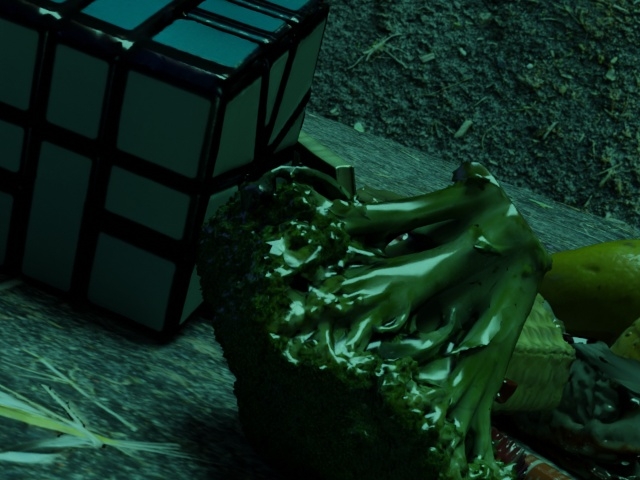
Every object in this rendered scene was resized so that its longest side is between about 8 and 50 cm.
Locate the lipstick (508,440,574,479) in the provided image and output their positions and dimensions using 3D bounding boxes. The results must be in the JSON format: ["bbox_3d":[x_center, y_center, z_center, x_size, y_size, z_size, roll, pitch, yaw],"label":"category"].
[{"bbox_3d":[0.175,0.207,1.489,0.131,0.038,0.038,29,13,38],"label":"lipstick"}]

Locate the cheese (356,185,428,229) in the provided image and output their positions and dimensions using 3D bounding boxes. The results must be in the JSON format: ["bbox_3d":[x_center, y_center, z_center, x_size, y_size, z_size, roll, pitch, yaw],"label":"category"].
[{"bbox_3d":[0.107,-0.016,2.342,0.175,0.091,0.202,23,9,12],"label":"cheese"}]

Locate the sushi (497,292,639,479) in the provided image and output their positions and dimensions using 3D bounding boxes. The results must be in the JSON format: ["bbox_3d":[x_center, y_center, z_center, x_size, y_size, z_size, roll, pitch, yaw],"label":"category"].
[{"bbox_3d":[0.239,0.140,1.701,0.124,0.130,0.332,11,15,-44],"label":"sushi"}]

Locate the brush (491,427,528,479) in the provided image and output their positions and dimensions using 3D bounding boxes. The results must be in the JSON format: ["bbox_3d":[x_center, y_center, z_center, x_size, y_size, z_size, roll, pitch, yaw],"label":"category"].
[{"bbox_3d":[0.053,0.144,1.477,0.321,0.060,0.050,27,54,32],"label":"brush"}]

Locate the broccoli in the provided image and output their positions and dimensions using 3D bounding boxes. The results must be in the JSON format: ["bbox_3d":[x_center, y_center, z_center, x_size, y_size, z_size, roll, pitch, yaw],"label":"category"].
[{"bbox_3d":[0.055,0.073,1.305,0.321,0.283,0.304,54,2,9],"label":"broccoli"}]

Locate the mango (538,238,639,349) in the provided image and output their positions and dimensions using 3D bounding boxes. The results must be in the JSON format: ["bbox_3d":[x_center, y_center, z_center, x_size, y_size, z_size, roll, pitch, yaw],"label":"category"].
[{"bbox_3d":[0.400,0.103,1.943,0.365,0.253,0.182,14,49,3],"label":"mango"}]

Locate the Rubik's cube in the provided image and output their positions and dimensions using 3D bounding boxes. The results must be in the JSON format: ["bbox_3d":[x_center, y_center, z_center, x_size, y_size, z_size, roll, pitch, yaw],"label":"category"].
[{"bbox_3d":[-0.185,-0.121,1.586,0.283,0.293,0.288,20,29,13],"label":"Rubik's cube"}]

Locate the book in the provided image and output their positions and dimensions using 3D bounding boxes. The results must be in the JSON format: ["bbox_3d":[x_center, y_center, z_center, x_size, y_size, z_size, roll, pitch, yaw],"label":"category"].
[{"bbox_3d":[0.000,0.000,1.738,0.024,0.228,0.160,-17,28,-21],"label":"book"}]

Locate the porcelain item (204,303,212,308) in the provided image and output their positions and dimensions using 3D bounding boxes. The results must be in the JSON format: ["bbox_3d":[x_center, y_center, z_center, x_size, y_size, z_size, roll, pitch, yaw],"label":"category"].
[{"bbox_3d":[-0.110,0.042,1.687,0.216,0.069,0.081,24,37,21],"label":"porcelain item"}]

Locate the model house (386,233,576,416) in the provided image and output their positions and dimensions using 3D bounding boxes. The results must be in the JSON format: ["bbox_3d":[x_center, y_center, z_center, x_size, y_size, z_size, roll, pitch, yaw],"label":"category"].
[{"bbox_3d":[0.118,0.098,1.592,0.254,0.160,0.196,30,13,39],"label":"model house"}]

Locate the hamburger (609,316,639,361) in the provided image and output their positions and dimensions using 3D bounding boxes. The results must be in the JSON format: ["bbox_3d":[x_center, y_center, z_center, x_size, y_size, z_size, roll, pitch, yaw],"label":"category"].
[{"bbox_3d":[0.387,0.142,1.769,0.155,0.207,0.135,23,12,-1],"label":"hamburger"}]
